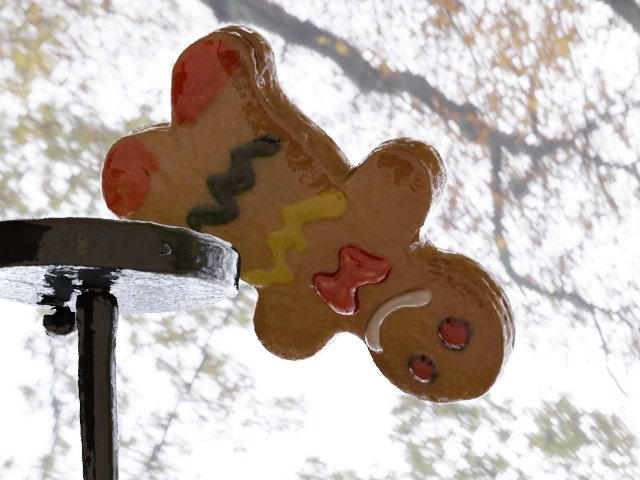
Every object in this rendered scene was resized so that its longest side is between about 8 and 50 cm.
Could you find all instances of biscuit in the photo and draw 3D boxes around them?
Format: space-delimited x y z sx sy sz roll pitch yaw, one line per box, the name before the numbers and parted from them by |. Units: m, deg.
biscuit | 0.000 0.000 0.888 0.250 0.036 0.165 40 -56 1

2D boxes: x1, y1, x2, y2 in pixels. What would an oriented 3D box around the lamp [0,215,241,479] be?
lamp | -0.061 0.146 0.578 0.130 0.108 0.371 7 -124 -25
